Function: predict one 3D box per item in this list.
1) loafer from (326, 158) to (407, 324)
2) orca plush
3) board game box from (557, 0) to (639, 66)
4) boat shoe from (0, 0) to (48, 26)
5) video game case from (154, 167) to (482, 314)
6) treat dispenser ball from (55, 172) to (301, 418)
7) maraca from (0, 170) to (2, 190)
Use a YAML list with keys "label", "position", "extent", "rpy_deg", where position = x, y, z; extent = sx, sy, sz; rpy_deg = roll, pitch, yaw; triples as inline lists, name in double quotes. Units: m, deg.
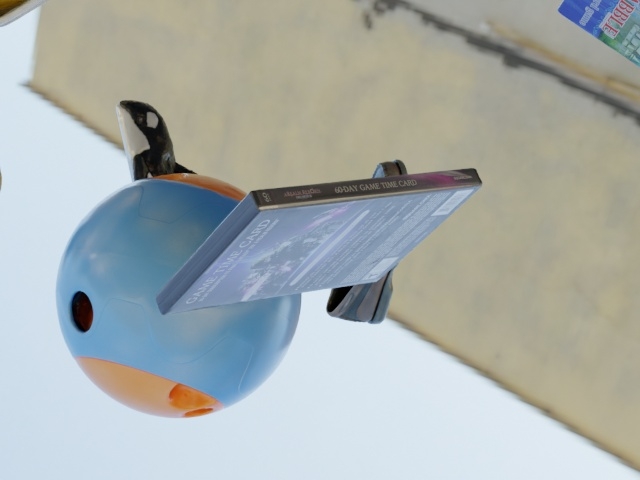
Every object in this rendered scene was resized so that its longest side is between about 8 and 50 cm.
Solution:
- label: "loafer"
  position: [0.066, 0.009, 2.160]
  extent: [0.084, 0.268, 0.096]
  rpy_deg: [-1, -147, -15]
- label: "orca plush"
  position: [-0.203, -0.060, 2.099]
  extent: [0.102, 0.151, 0.287]
  rpy_deg: [-12, -109, -7]
- label: "board game box"
  position: [0.467, -0.279, 1.744]
  extent: [0.318, 0.319, 0.066]
  rpy_deg: [34, -117, 5]
- label: "boat shoe"
  position: [-0.257, -0.337, 1.609]
  extent: [0.136, 0.367, 0.156]
  rpy_deg: [51, -162, -31]
- label: "video game case"
  position: [0.000, 0.000, 1.455]
  extent: [0.274, 0.196, 0.026]
  rpy_deg: [-6, -116, -39]
- label: "treat dispenser ball"
  position: [-0.166, 0.065, 1.788]
  extent: [0.288, 0.288, 0.288]
  rpy_deg: [13, -153, -7]
- label: "maraca"
  position: [-0.485, -0.065, 1.991]
  extent: [0.099, 0.185, 0.127]
  rpy_deg: [-13, -112, -55]
